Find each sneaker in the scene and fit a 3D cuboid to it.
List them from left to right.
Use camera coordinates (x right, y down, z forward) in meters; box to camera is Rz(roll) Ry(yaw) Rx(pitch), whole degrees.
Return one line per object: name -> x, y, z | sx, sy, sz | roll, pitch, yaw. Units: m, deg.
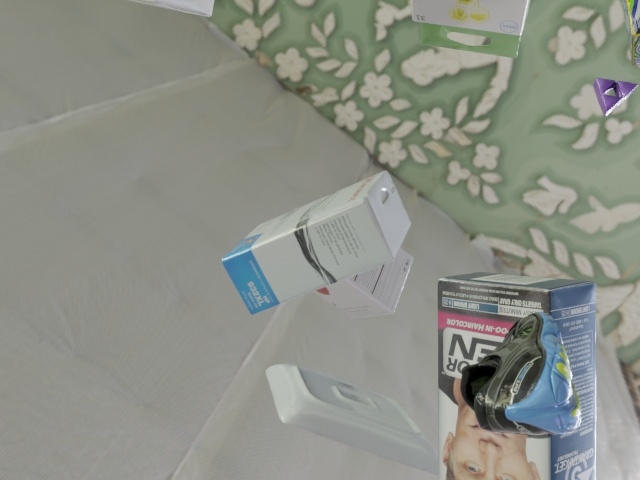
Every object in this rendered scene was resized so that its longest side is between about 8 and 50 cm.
sneaker -> 0.143, 0.096, 0.497 | 0.188, 0.078, 0.067 | -12, -90, -74

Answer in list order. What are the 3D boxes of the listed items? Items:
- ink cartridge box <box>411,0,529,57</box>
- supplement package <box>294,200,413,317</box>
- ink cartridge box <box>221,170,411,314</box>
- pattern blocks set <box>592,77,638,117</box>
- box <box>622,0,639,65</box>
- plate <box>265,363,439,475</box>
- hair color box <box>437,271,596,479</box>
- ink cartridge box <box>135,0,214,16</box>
ink cartridge box -> 0.229, -0.348, 1.030 | 0.171, 0.056, 0.235 | 13, 158, 14
supplement package -> 0.056, 0.049, 1.700 | 0.293, 0.178, 0.175 | 36, -117, -24
ink cartridge box -> 0.000, 0.000, 1.290 | 0.129, 0.308, 0.223 | 63, -158, -10
pattern blocks set -> 0.452, -0.211, 0.706 | 0.285, 0.325, 0.026 | 62, -171, 19
box -> 0.338, -0.270, 0.688 | 0.059, 0.054, 0.168 | 39, -131, -59
plate -> 0.052, 0.281, 1.121 | 0.277, 0.045, 0.278 | 21, -178, -11
hair color box -> 0.247, 0.221, 0.857 | 0.105, 0.347, 0.174 | -4, -176, -38
ink cartridge box -> -0.298, -0.541, 1.240 | 0.117, 0.207, 0.283 | 1, -161, -39
